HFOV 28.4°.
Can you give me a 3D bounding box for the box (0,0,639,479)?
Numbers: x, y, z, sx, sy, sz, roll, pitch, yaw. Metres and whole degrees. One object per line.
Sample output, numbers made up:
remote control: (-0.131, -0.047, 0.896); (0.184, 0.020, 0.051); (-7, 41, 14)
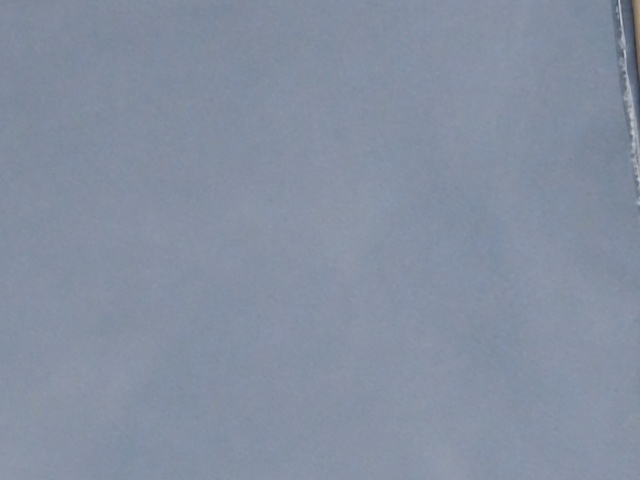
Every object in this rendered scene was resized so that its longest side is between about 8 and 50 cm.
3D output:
box: (0.000, 0.000, 0.542); (0.294, 0.395, 0.212); (-7, 93, 17)
